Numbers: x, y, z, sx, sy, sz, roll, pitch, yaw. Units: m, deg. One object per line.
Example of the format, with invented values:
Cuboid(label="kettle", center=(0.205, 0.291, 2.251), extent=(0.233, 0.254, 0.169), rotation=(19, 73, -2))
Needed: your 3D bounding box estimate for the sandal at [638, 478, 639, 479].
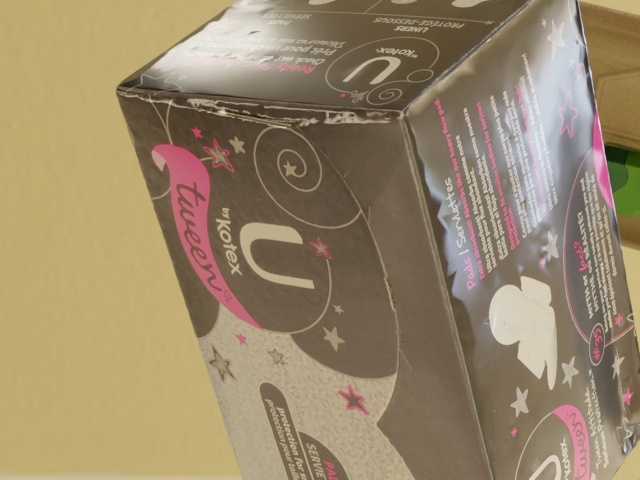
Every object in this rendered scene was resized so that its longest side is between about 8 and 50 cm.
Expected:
Cuboid(label="sandal", center=(0.330, 0.370, 1.735), extent=(0.086, 0.303, 0.120), rotation=(7, -158, 36))

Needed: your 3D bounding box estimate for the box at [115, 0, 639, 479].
Cuboid(label="box", center=(0.034, 0.013, 0.810), extent=(0.163, 0.247, 0.142), rotation=(8, -145, 37))

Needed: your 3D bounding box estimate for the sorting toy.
Cuboid(label="sorting toy", center=(0.259, -0.080, 1.457), extent=(0.307, 0.229, 0.041), rotation=(16, -134, 13))
